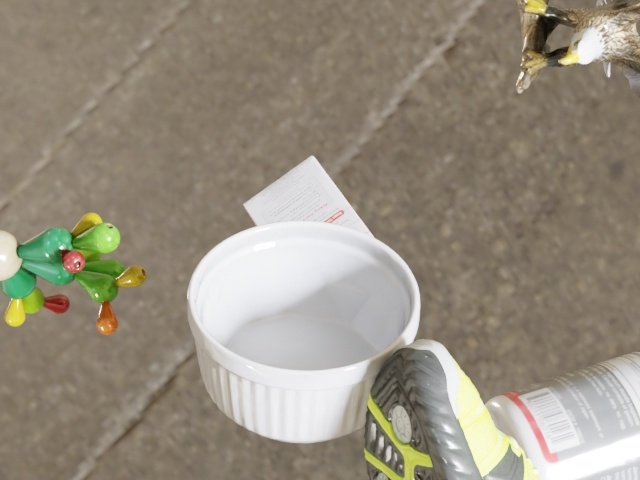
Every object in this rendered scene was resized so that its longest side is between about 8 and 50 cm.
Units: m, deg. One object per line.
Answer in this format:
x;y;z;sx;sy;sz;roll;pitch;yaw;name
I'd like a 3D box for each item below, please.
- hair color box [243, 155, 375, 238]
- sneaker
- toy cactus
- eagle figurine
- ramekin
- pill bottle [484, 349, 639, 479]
0.000;0.000;1.714;0.093;0.053;0.167;-35;47;0;hair color box
0.160;0.255;1.431;0.147;0.384;0.145;-26;8;-27;sneaker
-0.277;0.032;1.620;0.219;0.180;0.112;-18;64;60;toy cactus
0.356;-0.238;1.917;0.298;0.226;0.225;1;55;38;eagle figurine
-0.016;0.086;1.505;0.207;0.109;0.207;2;40;-1;ramekin
0.334;0.211;1.847;0.283;0.161;0.161;-16;34;-14;pill bottle
